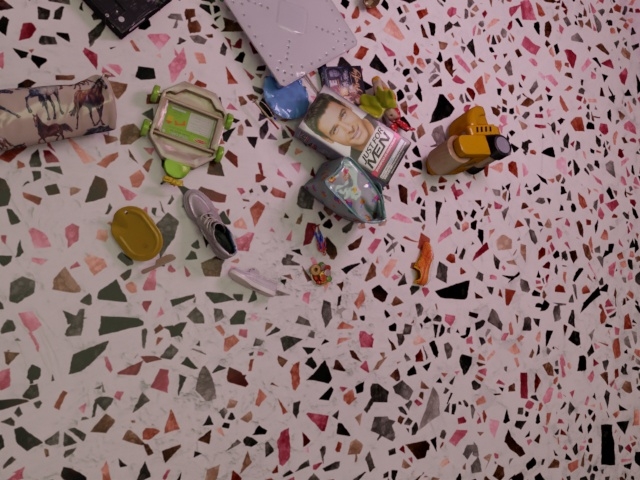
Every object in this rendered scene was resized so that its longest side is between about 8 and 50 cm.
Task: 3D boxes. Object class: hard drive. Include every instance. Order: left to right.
[{"bbox_3d":[-0.665,-0.836,1.653,0.339,0.064,0.237,46,69,-15],"label":"hard drive"}]

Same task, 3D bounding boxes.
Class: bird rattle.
[{"bbox_3d":[0.265,-0.517,2.004,0.253,0.143,0.207,24,48,-43],"label":"bird rattle"}]

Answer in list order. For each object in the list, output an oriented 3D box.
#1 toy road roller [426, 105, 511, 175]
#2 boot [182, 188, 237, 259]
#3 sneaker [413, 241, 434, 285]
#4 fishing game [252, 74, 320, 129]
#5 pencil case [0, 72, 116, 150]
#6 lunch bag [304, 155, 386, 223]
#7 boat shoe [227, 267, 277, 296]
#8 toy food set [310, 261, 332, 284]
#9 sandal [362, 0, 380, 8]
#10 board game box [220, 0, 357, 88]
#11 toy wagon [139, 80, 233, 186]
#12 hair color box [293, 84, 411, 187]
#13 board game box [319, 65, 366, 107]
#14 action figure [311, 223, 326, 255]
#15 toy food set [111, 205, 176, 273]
[{"bbox_3d":[0.576,-0.403,2.118,0.329,0.202,0.241,-9,77,-30],"label":"toy road roller"},{"bbox_3d":[-0.346,-0.058,1.698,0.095,0.123,0.258,-36,100,-23],"label":"boot"},{"bbox_3d":[0.402,0.087,2.065,0.067,0.064,0.175,12,78,-13],"label":"sneaker"},{"bbox_3d":[-0.127,-0.520,1.887,0.189,0.041,0.264,47,61,-14],"label":"fishing game"},{"bbox_3d":[-0.791,-0.371,1.502,0.409,0.159,0.184,-17,107,-25],"label":"pencil case"},{"bbox_3d":[0.104,-0.157,1.859,0.262,0.223,0.160,42,78,-16],"label":"lunch bag"},{"bbox_3d":[-0.223,0.128,1.774,0.184,0.066,0.063,27,64,-19],"label":"boat shoe"},{"bbox_3d":[0.004,0.120,1.901,0.082,0.020,0.084,-16,92,-25],"label":"toy food set"},{"bbox_3d":[0.200,-0.974,2.075,0.072,0.049,0.180,27,60,-26],"label":"sandal"},{"bbox_3d":[-0.110,-0.788,1.890,0.389,0.050,0.390,-38,98,-26],"label":"board game box"},{"bbox_3d":[-0.442,-0.338,1.711,0.267,0.068,0.345,18,79,-22],"label":"toy wagon"},{"bbox_3d":[0.113,-0.363,1.884,0.374,0.113,0.186,31,81,-8],"label":"hair color box"},{"bbox_3d":[0.095,-0.532,1.986,0.164,0.042,0.244,-11,90,-25],"label":"board game box"},{"bbox_3d":[0.000,0.000,1.907,0.038,0.030,0.115,-19,95,-30],"label":"action figure"},{"bbox_3d":[-0.552,-0.007,1.638,0.128,0.071,0.218,-32,98,1],"label":"toy food set"}]
